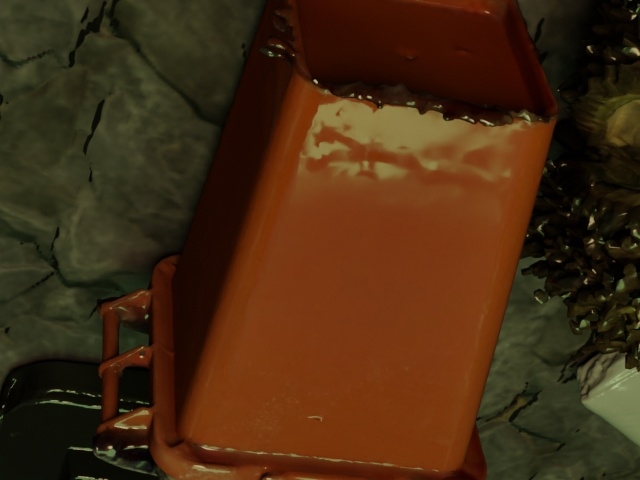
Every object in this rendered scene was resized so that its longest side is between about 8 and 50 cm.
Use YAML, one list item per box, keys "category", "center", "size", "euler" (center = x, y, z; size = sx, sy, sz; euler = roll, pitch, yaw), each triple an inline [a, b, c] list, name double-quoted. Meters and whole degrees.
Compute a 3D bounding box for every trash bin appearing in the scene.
- category: "trash bin"
  center: [0.000, 0.000, 0.721]
  size: [0.184, 0.161, 0.238]
  euler: [6, 126, -11]

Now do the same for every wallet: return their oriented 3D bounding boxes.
- category: "wallet"
  center: [0.230, 0.101, 0.917]
  size: [0.095, 0.033, 0.190]
  euler: [-34, 128, 24]

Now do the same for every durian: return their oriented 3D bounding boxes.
- category: "durian"
  center: [0.160, -0.033, 0.688]
  size: [0.167, 0.196, 0.196]
  euler: [27, 127, -30]

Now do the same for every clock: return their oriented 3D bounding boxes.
- category: "clock"
  center: [-0.074, 0.190, 0.968]
  size: [0.273, 0.049, 0.279]
  euler: [8, 134, -13]
